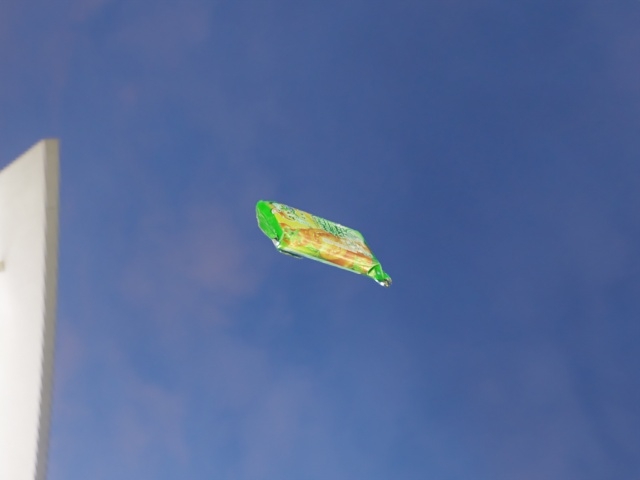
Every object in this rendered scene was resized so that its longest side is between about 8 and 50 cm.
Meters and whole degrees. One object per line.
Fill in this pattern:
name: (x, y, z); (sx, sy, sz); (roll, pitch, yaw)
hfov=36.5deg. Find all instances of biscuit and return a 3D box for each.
biscuit: (0.000, 0.000, 0.569); (0.016, 0.089, 0.046); (-58, -145, 21)
